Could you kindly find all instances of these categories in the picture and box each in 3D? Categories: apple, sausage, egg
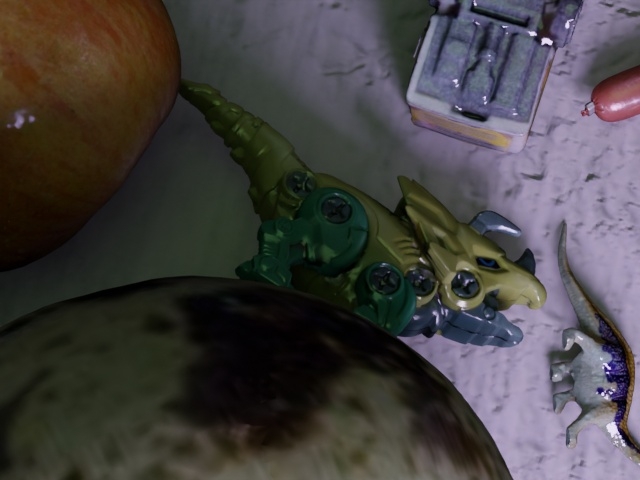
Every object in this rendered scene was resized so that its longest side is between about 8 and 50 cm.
[{"bbox_3d":[-0.187,-0.096,1.021,0.188,0.211,0.211,41,81,-16],"label":"apple"},{"bbox_3d":[0.262,-0.119,1.090,0.223,0.029,0.029,-22,77,-3],"label":"sausage"},{"bbox_3d":[-0.097,0.210,0.874,0.428,0.345,0.345,-38,78,0],"label":"egg"}]

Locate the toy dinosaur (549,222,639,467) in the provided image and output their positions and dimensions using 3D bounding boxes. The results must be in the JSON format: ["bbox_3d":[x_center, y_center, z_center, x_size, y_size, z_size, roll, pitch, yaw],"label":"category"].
[{"bbox_3d":[0.157,0.077,1.049,0.058,0.037,0.180,-12,83,-24],"label":"toy dinosaur"}]

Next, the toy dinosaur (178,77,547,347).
[{"bbox_3d":[0.000,0.000,1.035,0.259,0.094,0.153,34,57,3],"label":"toy dinosaur"}]

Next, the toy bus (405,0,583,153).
[{"bbox_3d":[0.128,-0.188,1.075,0.092,0.106,0.268,17,81,7],"label":"toy bus"}]
